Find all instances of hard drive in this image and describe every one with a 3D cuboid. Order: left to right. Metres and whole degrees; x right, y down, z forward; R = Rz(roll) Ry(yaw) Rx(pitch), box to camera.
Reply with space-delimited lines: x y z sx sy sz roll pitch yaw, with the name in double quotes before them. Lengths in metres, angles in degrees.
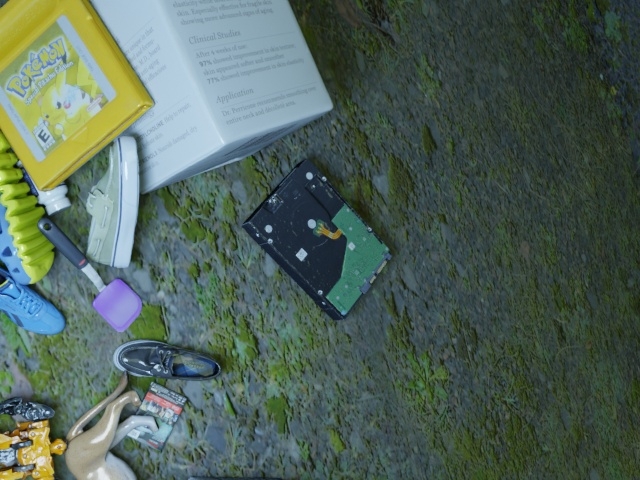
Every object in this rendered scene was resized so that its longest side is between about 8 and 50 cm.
"hard drive" 0.000 0.000 1.573 0.339 0.064 0.237 46 65 -14

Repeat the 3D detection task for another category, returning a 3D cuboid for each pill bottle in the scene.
"pill bottle" -0.552 -0.114 1.287 0.067 0.067 0.120 -30 97 -29

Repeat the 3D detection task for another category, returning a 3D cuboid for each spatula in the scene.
"spatula" -0.464 0.064 1.286 0.084 0.030 0.296 -50 132 -26

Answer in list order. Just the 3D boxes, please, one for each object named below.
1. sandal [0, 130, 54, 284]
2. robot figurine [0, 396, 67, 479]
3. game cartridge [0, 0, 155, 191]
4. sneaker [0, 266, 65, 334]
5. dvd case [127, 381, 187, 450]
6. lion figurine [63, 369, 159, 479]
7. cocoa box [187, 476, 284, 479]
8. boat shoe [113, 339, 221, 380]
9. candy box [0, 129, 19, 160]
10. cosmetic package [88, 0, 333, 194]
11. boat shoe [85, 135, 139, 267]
"sandal" -0.618 -0.059 1.212 0.138 0.126 0.318 -24 90 6
"robot figurine" -0.616 0.401 1.160 0.290 0.085 0.211 -5 85 -27
"game cartridge" -0.505 -0.302 1.195 0.285 0.052 0.324 -35 87 15
"sneaker" -0.583 0.114 1.229 0.209 0.082 0.069 42 64 -18
"dvd case" -0.348 0.372 1.355 0.087 0.013 0.119 32 68 -21
"lion figurine" -0.409 0.479 1.252 0.240 0.142 0.392 -23 79 -12
"cocoa box" -0.151 0.675 1.291 0.227 0.231 0.347 12 77 -27
"boat shoe" -0.317 0.260 1.352 0.228 0.076 0.080 19 74 -25
"candy box" -0.614 -0.270 1.299 0.105 0.027 0.206 -22 93 -25
"cosmetic package" -0.249 -0.359 1.305 0.329 0.327 0.394 -28 96 -44
"boat shoe" -0.411 -0.066 1.257 0.094 0.109 0.302 2 125 -21
